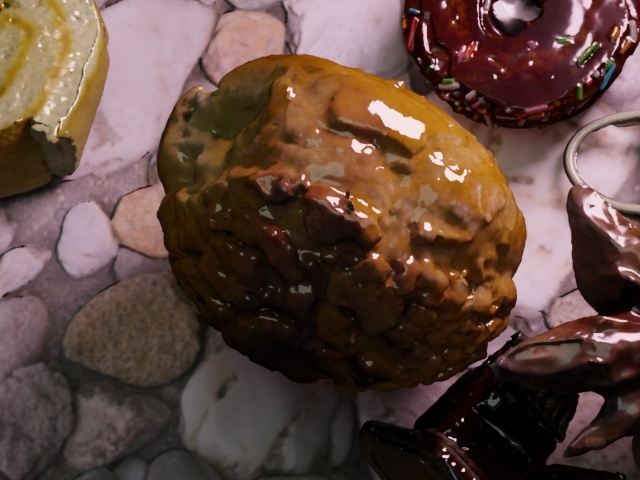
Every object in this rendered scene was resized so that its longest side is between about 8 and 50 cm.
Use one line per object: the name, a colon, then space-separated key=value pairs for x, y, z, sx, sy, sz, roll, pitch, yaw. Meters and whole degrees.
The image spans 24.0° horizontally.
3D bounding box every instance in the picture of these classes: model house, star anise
model house: x=0.161 y=0.195 z=1.278 sx=0.164 sy=0.141 sz=0.203 roll=-31 pitch=84 yaw=-30
star anise: x=0.317 y=0.095 z=1.245 sx=0.292 sy=0.109 sz=0.349 roll=-43 pitch=93 yaw=-8

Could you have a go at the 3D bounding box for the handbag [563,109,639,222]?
handbag: x=0.384 y=-0.062 z=1.384 sx=0.315 sy=0.109 sz=0.241 roll=-1 pitch=63 yaw=23

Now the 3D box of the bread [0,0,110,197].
bread: x=-0.301 y=-0.169 z=1.506 sx=0.186 sy=0.124 sz=0.257 roll=16 pitch=68 yaw=8

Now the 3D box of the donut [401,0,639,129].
donut: x=0.192 y=-0.206 z=1.460 sx=0.235 sy=0.089 sz=0.235 roll=-3 pitch=65 yaw=7

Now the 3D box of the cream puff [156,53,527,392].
cream puff: x=0.000 y=0.000 z=1.264 sx=0.343 sy=0.327 sz=0.231 roll=18 pitch=75 yaw=18
